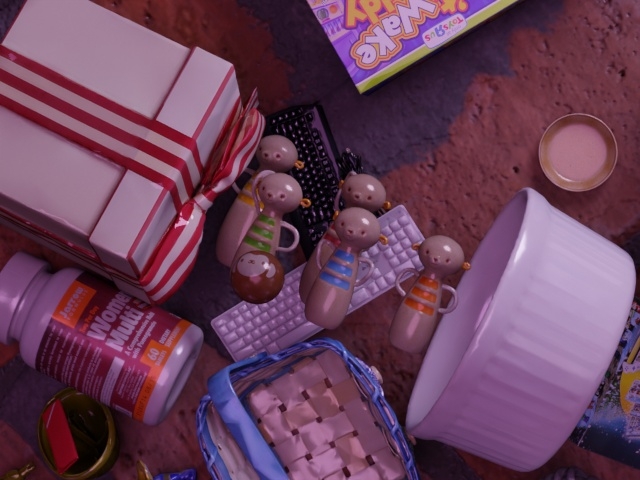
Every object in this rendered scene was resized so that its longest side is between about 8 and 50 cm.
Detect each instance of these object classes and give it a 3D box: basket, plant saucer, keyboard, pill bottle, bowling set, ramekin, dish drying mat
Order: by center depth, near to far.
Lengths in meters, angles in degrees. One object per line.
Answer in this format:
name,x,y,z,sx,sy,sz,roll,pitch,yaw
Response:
ramekin,0.205,0.098,1.781,0.135,0.277,0.277,26,96,-2
bowling set,0.000,0.000,1.800,0.287,0.200,0.154,24,97,17
basket,-0.015,0.220,1.801,0.201,0.289,0.255,-29,92,15
plant saucer,0.275,-0.094,1.884,0.083,0.015,0.083,1,94,8
dish drying mat,-0.282,0.212,1.905,0.032,0.008,0.083,-42,47,20
keyboard,0.006,-0.057,1.909,0.100,0.038,0.192,-20,92,8
pill bottle,-0.248,0.103,1.909,0.221,0.121,0.121,26,96,5
keyboard,0.002,0.055,1.913,0.256,0.014,0.072,-32,89,16

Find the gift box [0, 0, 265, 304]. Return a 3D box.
gift box,-0.207,-0.095,1.834,0.258,0.276,0.255,26,83,8

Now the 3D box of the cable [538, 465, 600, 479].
cable,0.290,0.354,1.792,0.089,0.257,0.257,-32,114,13

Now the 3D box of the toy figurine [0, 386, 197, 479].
toy figurine,-0.175,0.335,1.907,0.191,0.217,0.362,-54,43,9

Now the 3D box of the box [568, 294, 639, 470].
box,0.370,0.165,1.810,0.233,0.044,0.159,23,98,-32

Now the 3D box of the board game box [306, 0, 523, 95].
board game box,0.136,-0.340,1.854,0.347,0.078,0.233,-31,89,8
